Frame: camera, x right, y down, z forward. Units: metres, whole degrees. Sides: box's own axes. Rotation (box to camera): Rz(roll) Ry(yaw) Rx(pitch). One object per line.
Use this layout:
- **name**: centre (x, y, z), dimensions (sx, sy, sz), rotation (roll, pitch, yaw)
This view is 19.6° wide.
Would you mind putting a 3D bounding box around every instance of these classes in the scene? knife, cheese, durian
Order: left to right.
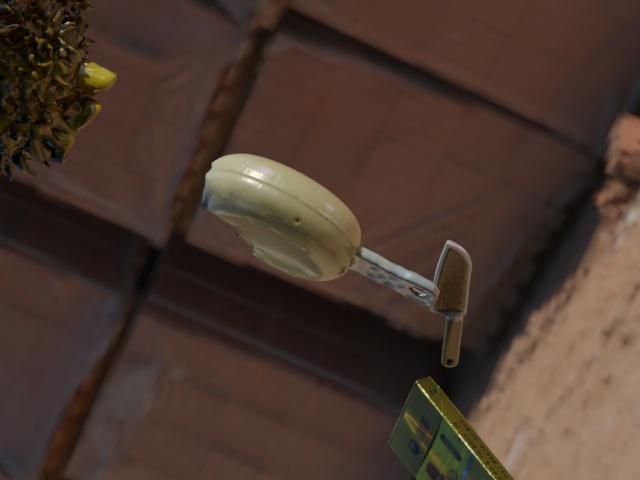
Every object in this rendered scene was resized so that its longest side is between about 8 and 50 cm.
- **durian**: centre (-0.297, -0.184, 1.459), dimensions (0.258, 0.293, 0.258), rotation (-32, 17, 11)
- **cheese**: centre (0.003, -0.006, 1.909), dimensions (0.071, 0.248, 0.163), rotation (-61, -24, -20)
- **knife**: centre (0.158, 0.083, 2.282), dimensions (0.256, 0.046, 0.022), rotation (90, -174, -52)

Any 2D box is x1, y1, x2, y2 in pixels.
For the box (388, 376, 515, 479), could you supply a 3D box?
- **box**: centre (0.164, 0.278, 2.303), dimensions (0.193, 0.030, 0.121), rotation (50, 138, 31)
